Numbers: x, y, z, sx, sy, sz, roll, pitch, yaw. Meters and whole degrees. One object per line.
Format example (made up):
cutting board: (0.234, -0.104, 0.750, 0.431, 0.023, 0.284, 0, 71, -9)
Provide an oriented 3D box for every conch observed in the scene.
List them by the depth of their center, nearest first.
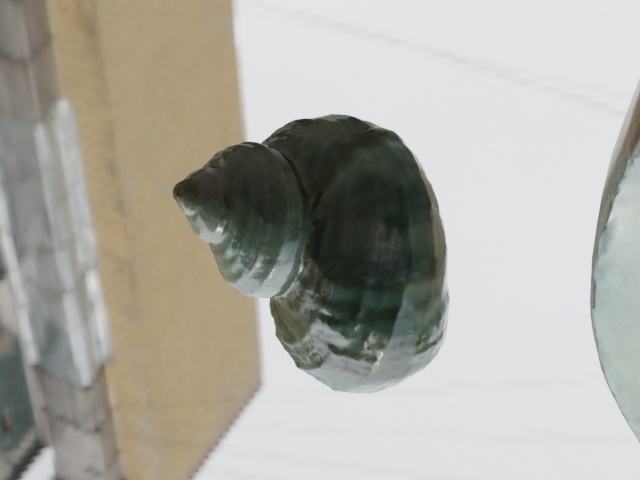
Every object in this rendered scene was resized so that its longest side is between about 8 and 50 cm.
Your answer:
conch: (0.000, 0.000, 1.673, 0.277, 0.220, 0.195, 25, -162, -28)

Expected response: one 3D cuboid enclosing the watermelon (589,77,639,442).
watermelon: (0.210, -0.002, 0.529, 0.321, 0.188, 0.175, 19, -133, -9)
